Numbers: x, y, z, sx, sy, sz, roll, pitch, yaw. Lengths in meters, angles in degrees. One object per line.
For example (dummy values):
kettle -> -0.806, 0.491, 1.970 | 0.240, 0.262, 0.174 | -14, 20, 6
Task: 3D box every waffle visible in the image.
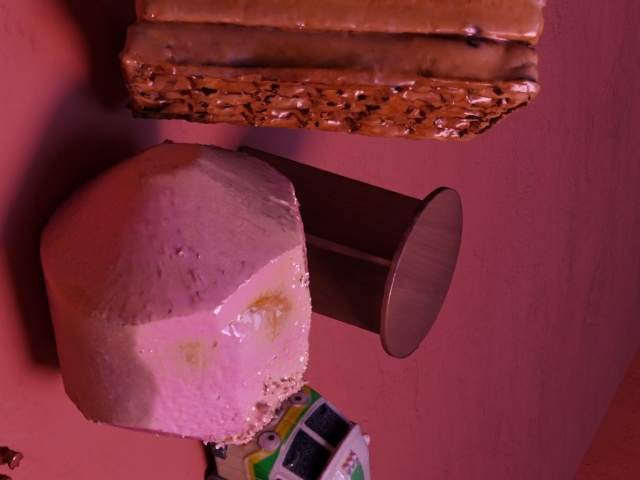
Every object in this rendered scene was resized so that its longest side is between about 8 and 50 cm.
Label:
waffle -> 0.000, -0.141, 1.109 | 0.213, 0.307, 0.091 | 141, -47, -80

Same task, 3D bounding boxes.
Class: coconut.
coconut -> -0.110, 0.033, 1.156 | 0.233, 0.233, 0.245 | -50, 152, -41

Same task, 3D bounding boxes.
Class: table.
table -> 0.000, 0.000, 1.363 | 0.167, 0.226, 0.167 | -48, 147, -45

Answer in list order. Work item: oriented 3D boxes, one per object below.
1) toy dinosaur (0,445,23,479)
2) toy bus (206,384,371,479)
toy dinosaur -> -0.268, 0.179, 1.117 | 0.049, 0.055, 0.154 | -45, 153, -42
toy bus -> -0.023, 0.289, 1.600 | 0.134, 0.164, 0.276 | -54, 151, -38
